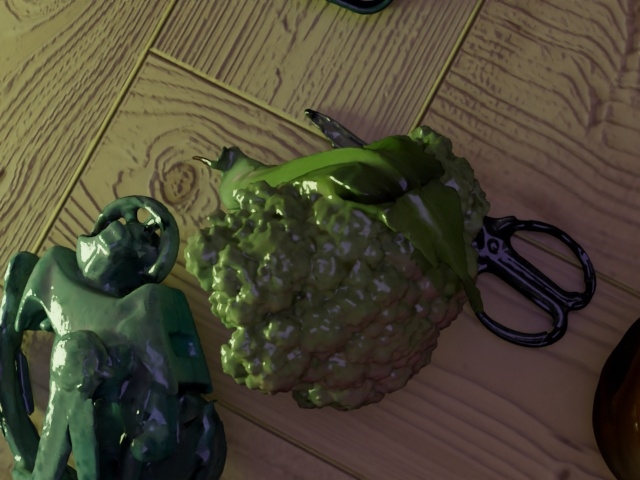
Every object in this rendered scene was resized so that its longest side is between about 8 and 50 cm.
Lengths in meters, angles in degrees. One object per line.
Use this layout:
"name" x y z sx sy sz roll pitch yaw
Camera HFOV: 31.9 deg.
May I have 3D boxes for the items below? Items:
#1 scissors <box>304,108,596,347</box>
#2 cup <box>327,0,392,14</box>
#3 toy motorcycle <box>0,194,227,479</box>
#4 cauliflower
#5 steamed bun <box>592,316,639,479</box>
"scissors" 0.103 -0.026 0.977 0.300 0.022 0.109 39 82 8
"cup" 0.015 -0.287 0.977 0.155 0.131 0.176 2 107 8
"toy motorcycle" -0.182 0.107 0.920 0.206 0.154 0.260 -23 73 23
"cauliflower" 0.000 0.000 0.906 0.256 0.239 0.315 -50 42 -6
"steamed bun" 0.410 0.126 0.829 0.379 0.235 0.248 -19 76 -1
